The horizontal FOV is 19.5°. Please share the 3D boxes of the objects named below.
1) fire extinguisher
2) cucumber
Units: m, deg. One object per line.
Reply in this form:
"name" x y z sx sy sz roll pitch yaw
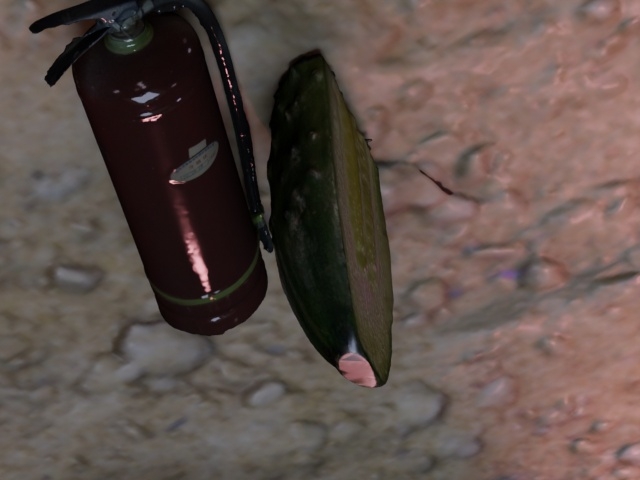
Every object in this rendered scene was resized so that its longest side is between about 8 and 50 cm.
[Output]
"fire extinguisher" -0.050 -0.030 0.624 0.064 0.043 0.158 -36 144 -17
"cucumber" 0.000 0.000 0.622 0.035 0.107 0.067 -13 142 11
